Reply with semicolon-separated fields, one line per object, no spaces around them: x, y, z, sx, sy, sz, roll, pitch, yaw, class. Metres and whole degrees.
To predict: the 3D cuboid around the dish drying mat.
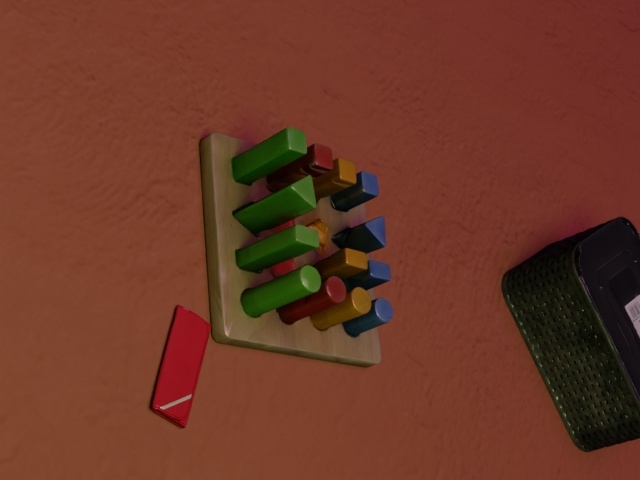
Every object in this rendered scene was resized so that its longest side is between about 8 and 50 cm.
-0.095;0.086;1.015;0.032;0.008;0.083;34;50;-29;dish drying mat

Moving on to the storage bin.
0.257;0.084;1.323;0.122;0.084;0.180;-27;93;-48;storage bin

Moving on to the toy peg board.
0.000;0.000;1.101;0.160;0.079;0.161;14;63;-41;toy peg board
